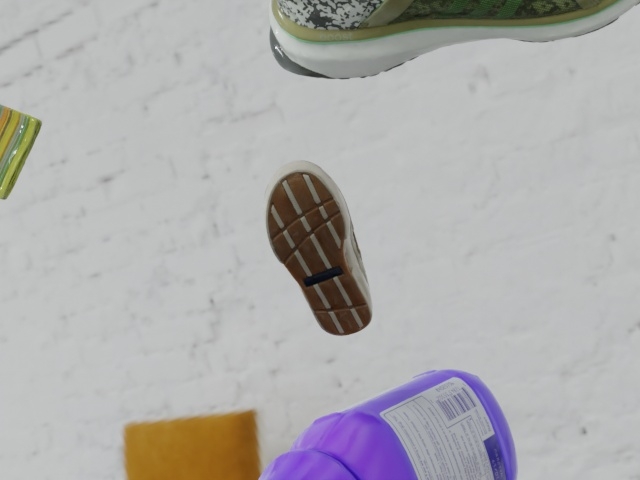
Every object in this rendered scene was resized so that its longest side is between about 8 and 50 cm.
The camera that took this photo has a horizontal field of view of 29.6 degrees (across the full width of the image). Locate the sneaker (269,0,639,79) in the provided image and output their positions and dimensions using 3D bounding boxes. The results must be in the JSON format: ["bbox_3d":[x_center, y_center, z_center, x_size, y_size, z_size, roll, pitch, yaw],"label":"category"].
[{"bbox_3d":[0.129,-0.263,1.025,0.410,0.158,0.182,-16,-31,10],"label":"sneaker"}]

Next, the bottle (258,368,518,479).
[{"bbox_3d":[0.034,0.169,0.820,0.092,0.118,0.283,-24,-6,34],"label":"bottle"}]

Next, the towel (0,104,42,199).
[{"bbox_3d":[-0.444,-0.132,1.391,0.237,0.102,0.021,21,-9,9],"label":"towel"}]

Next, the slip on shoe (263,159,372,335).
[{"bbox_3d":[0.000,0.000,0.741,0.051,0.135,0.041,-18,40,10],"label":"slip on shoe"}]
